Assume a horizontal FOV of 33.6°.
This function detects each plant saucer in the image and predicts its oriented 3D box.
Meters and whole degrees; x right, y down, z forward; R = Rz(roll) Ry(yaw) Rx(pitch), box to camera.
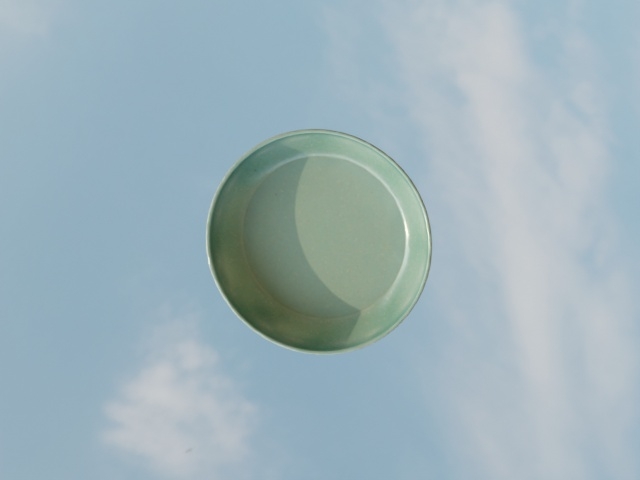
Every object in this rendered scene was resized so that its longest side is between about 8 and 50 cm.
[{"bbox_3d":[0.000,0.000,0.557,0.119,0.119,0.021,44,-163,0],"label":"plant saucer"}]
